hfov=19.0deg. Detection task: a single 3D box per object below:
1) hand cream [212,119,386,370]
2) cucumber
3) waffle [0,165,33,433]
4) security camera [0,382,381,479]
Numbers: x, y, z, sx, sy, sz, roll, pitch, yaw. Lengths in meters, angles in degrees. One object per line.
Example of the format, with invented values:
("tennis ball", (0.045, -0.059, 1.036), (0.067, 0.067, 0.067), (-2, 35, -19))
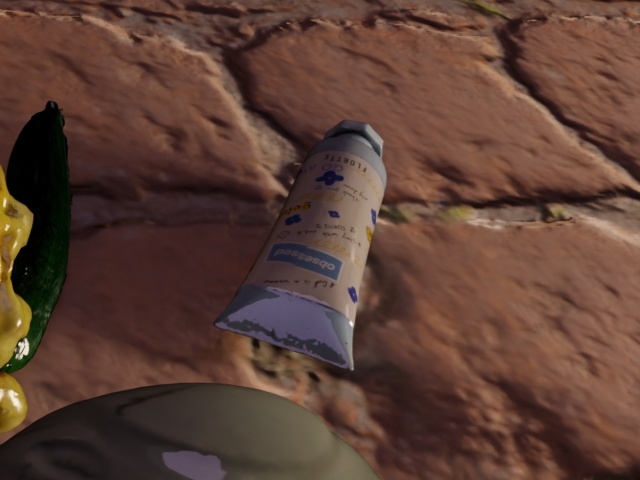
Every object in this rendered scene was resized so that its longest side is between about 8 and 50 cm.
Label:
("hand cream", (0.000, 0.000, 0.900), (0.065, 0.043, 0.170), (17, 38, 2))
("cucumber", (-0.128, -0.002, 0.855), (0.036, 0.033, 0.184), (33, 28, -22))
("waffle", (-0.229, 0.000, 0.681), (0.283, 0.065, 0.309), (42, 45, -12))
("security camera", (-0.015, 0.139, 0.548), (0.191, 0.197, 0.277), (-29, 38, -33))
